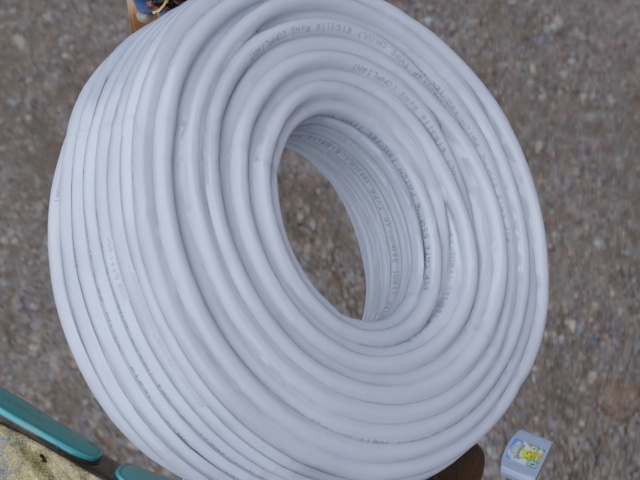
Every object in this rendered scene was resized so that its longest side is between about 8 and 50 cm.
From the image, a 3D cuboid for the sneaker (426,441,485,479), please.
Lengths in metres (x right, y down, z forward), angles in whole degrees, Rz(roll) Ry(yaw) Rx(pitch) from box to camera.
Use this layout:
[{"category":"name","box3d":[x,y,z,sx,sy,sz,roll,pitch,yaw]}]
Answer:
[{"category":"sneaker","box3d":[0.064,0.241,1.386,0.123,0.290,0.106,23,99,48]}]

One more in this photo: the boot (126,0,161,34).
[{"category":"boot","box3d":[-0.140,-0.318,1.583,0.220,0.283,0.109,2,69,-7]}]

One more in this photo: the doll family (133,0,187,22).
[{"category":"doll family","box3d":[-0.095,-0.212,1.024,0.193,0.111,0.076,-6,73,5]}]

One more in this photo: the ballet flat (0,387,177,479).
[{"category":"ballet flat","box3d":[-0.230,0.265,1.242,0.348,0.123,0.123,26,68,3]}]

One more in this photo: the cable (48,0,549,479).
[{"category":"cable","box3d":[0.000,0.000,0.582,0.089,0.257,0.257,-23,39,45]}]

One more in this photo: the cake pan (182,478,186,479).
[{"category":"cake pan","box3d":[-0.087,0.431,1.707,0.054,0.293,0.293,-17,48,50]}]

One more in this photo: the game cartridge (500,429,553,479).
[{"category":"game cartridge","box3d":[0.279,0.295,1.668,0.056,0.017,0.083,17,43,20]}]
